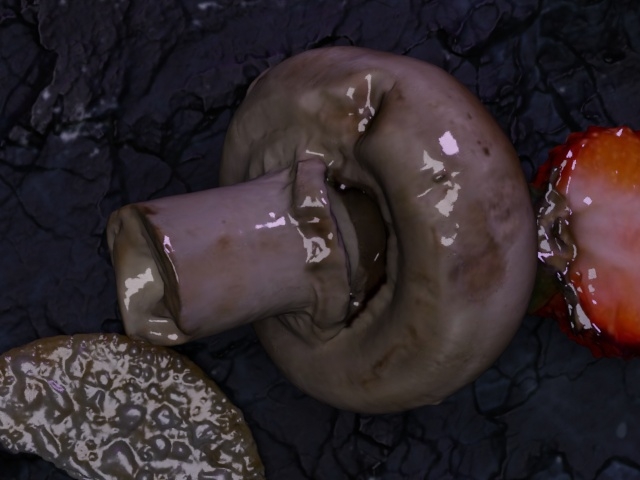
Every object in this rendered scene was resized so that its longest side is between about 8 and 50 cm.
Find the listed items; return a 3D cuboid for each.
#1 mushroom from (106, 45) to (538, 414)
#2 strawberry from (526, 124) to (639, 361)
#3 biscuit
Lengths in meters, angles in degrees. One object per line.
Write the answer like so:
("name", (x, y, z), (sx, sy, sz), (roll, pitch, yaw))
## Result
("mushroom", (0.000, 0.000, 0.974), (0.290, 0.292, 0.293), (-15, 86, -42))
("strawberry", (0.256, 0.012, 1.079), (0.236, 0.111, 0.190), (6, 76, -20))
("biscuit", (-0.158, 0.153, 1.116), (0.289, 0.038, 0.141), (28, 88, 2))
